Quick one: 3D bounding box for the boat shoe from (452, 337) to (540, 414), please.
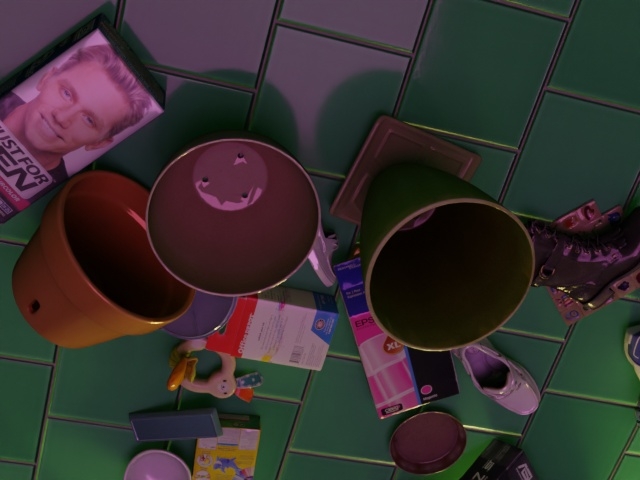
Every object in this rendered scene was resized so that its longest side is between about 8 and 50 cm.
[{"bbox_3d":[0.357,0.281,1.895,0.098,0.096,0.277,-42,115,13],"label":"boat shoe"}]

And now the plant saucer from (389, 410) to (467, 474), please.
[{"bbox_3d":[0.227,0.426,1.990,0.168,0.029,0.168,-4,117,-7],"label":"plant saucer"}]

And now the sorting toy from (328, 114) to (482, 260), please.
[{"bbox_3d":[0.133,-0.065,1.726,0.229,0.041,0.307,19,113,-21],"label":"sorting toy"}]

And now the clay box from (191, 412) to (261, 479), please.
[{"bbox_3d":[-0.201,0.463,1.938,0.127,0.053,0.222,6,116,-9],"label":"clay box"}]

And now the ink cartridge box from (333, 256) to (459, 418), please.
[{"bbox_3d":[0.153,0.178,1.812,0.175,0.069,0.371,-18,123,-1],"label":"ink cartridge box"}]

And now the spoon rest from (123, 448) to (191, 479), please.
[{"bbox_3d":[-0.362,0.545,1.937,0.137,0.084,0.276,24,113,-8],"label":"spoon rest"}]

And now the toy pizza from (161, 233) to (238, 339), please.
[{"bbox_3d":[-0.236,0.080,1.706,0.201,0.032,0.201,0,91,20],"label":"toy pizza"}]

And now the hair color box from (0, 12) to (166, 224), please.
[{"bbox_3d":[-0.445,-0.198,1.541,0.347,0.105,0.174,-33,117,9],"label":"hair color box"}]

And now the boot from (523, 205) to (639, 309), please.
[{"bbox_3d":[0.485,0.011,1.769,0.229,0.091,0.263,22,114,-18],"label":"boot"}]

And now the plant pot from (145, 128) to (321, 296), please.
[{"bbox_3d":[-0.151,-0.073,1.594,0.284,0.191,0.284,-3,117,-6],"label":"plant pot"}]

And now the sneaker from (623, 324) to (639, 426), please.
[{"bbox_3d":[0.728,0.325,1.919,0.127,0.182,0.316,-18,118,0],"label":"sneaker"}]

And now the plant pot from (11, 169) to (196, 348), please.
[{"bbox_3d":[-0.385,0.053,1.598,0.203,0.291,0.291,-33,118,29],"label":"plant pot"}]

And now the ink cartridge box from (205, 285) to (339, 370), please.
[{"bbox_3d":[-0.095,0.158,1.782,0.231,0.078,0.134,12,114,-13],"label":"ink cartridge box"}]

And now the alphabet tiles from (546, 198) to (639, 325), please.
[{"bbox_3d":[0.530,0.038,1.845,0.198,0.009,0.237,-30,116,8],"label":"alphabet tiles"}]

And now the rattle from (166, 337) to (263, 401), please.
[{"bbox_3d":[-0.196,0.275,1.800,0.130,0.143,0.200,-46,108,-5],"label":"rattle"}]

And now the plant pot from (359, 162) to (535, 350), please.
[{"bbox_3d":[0.174,-0.012,1.569,0.274,0.293,0.275,-6,120,-10],"label":"plant pot"}]

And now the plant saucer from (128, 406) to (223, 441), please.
[{"bbox_3d":[-0.291,0.371,1.863,0.192,0.018,0.067,-6,111,17],"label":"plant saucer"}]

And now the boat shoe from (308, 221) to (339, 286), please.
[{"bbox_3d":[0.000,0.000,1.729,0.063,0.066,0.184,-22,108,5],"label":"boat shoe"}]

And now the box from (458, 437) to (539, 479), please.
[{"bbox_3d":[0.381,0.679,2.024,0.318,0.097,0.395,-42,120,-25],"label":"box"}]
